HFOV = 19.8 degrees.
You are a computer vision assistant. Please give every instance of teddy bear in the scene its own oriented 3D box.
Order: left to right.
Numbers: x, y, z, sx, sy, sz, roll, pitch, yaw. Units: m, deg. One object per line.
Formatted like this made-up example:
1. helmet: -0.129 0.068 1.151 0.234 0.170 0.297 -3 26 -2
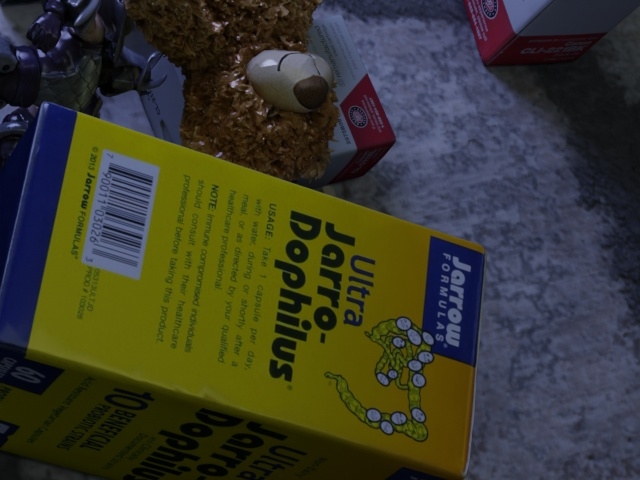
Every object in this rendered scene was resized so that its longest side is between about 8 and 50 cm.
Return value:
1. teddy bear: -0.066 -0.204 1.417 0.245 0.113 0.338 37 40 -55

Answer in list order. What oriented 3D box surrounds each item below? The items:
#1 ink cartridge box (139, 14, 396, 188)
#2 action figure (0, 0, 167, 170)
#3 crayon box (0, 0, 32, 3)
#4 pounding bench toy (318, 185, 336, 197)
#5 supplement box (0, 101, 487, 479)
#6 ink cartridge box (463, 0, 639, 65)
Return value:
1. ink cartridge box: -0.044 -0.105 1.526 0.175 0.072 0.127 -15 75 -31
2. action figure: -0.246 -0.120 1.371 0.285 0.185 0.099 -3 40 -29
3. crayon box: -0.209 -0.366 1.559 0.203 0.083 0.323 -9 73 -30
4. pounding bench toy: 0.000 0.000 1.512 0.065 0.052 0.083 48 56 0
5. supplement box: -0.082 0.071 1.352 0.357 0.194 0.195 18 60 -18
6. ink cartridge box: 0.229 -0.305 1.635 0.114 0.273 0.197 -5 70 -28
